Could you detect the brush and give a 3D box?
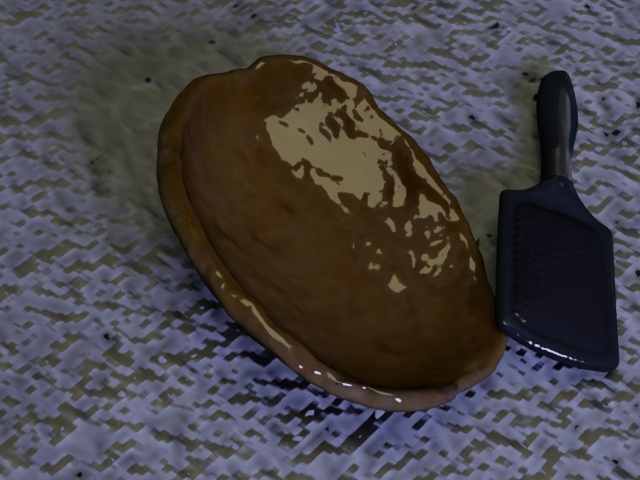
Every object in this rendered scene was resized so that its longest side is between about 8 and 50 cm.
[{"bbox_3d":[0.115,-0.019,0.673,0.063,0.016,0.193,22,44,-14],"label":"brush"}]

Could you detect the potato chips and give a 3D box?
[{"bbox_3d":[0.000,0.000,0.630,0.150,0.049,0.202,-19,56,-35],"label":"potato chips"}]
